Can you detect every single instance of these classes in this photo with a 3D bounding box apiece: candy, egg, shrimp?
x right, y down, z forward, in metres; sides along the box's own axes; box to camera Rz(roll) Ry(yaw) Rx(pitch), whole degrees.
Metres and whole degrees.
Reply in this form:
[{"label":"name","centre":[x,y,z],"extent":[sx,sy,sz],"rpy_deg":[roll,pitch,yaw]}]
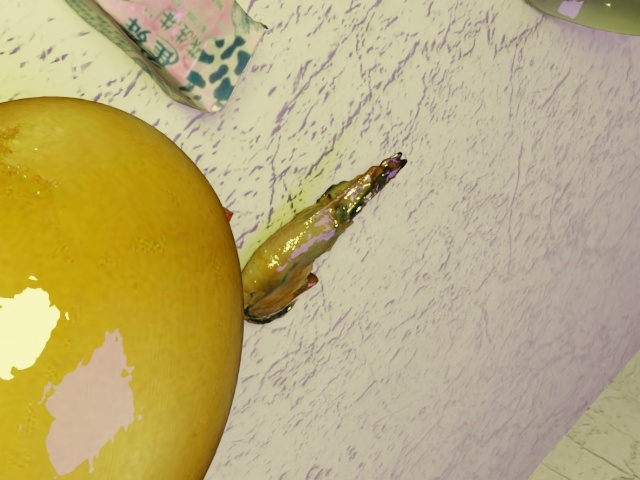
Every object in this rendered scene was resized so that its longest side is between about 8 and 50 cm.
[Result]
[{"label":"candy","centre":[-0.120,-0.180,0.566],"extent":[0.092,0.073,0.160],"rpy_deg":[-57,145,-6]},{"label":"egg","centre":[-0.194,0.078,0.474],"extent":[0.282,0.282,0.351],"rpy_deg":[17,101,-55]},{"label":"shrimp","centre":[-0.004,-0.008,0.847],"extent":[0.262,0.066,0.117],"rpy_deg":[-41,158,-3]}]

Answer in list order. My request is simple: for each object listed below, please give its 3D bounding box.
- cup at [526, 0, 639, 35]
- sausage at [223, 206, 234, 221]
[{"label":"cup","centre":[0.425,-0.410,0.909],"extent":[0.227,0.301,0.257],"rpy_deg":[9,102,-21]},{"label":"sausage","centre":[-0.129,0.024,0.735],"extent":[0.034,0.034,0.129],"rpy_deg":[15,102,-54]}]
